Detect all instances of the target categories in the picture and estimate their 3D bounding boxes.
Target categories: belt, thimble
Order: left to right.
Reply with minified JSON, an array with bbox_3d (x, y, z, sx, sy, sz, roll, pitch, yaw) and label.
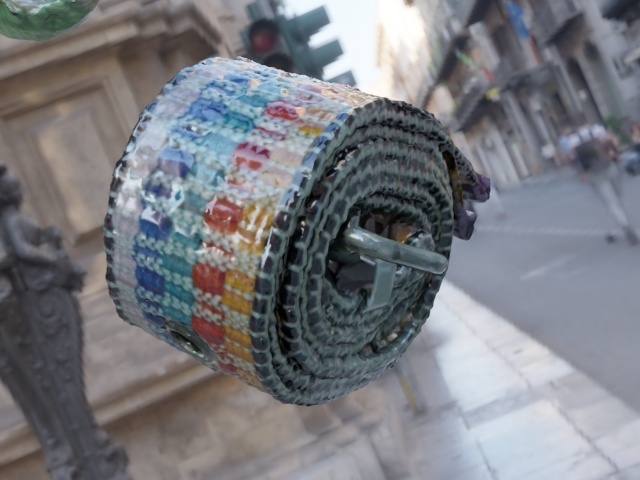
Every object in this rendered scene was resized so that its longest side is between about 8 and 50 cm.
[{"bbox_3d":[-0.396,-0.388,1.617,0.219,0.219,0.150,-23,8,-17],"label":"thimble"},{"bbox_3d":[0.000,0.000,0.780,0.160,0.207,0.295,20,-1,27],"label":"belt"}]
